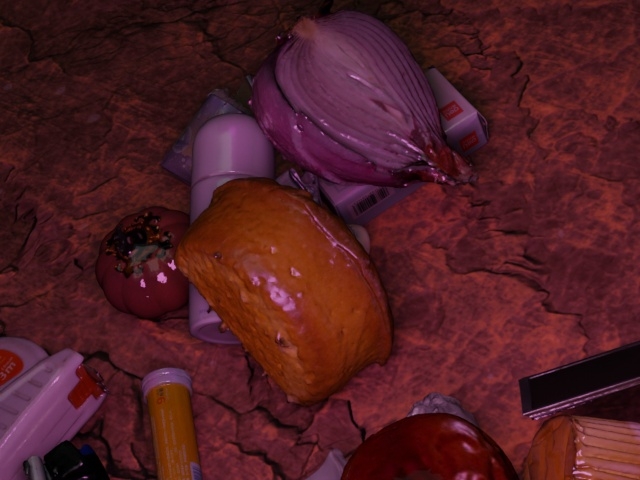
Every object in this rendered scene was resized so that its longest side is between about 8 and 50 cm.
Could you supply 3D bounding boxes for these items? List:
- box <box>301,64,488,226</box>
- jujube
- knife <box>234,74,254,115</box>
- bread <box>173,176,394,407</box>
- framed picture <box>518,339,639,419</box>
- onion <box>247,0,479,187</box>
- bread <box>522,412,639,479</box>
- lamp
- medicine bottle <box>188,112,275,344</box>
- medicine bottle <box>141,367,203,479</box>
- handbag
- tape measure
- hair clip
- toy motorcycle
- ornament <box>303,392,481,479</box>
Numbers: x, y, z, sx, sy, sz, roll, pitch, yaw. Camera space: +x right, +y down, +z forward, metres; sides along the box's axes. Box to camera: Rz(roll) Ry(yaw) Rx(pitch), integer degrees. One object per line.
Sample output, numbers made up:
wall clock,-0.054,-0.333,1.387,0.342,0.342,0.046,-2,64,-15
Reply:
box,0.111,-0.141,2.119,0.269,0.079,0.135,-33,50,-4
jujube,0.135,0.354,1.566,0.223,0.223,0.318,-21,58,7
knife,-0.097,-0.151,2.246,0.061,0.027,0.343,-33,44,18
bread,-0.042,0.051,1.866,0.194,0.179,0.340,-39,84,-24
framed picture,0.341,0.168,1.715,0.197,0.252,0.014,-19,91,8
onion,0.056,-0.160,2.012,0.348,0.159,0.267,47,54,8
bread,0.325,0.349,1.590,0.156,0.204,0.288,10,59,-8
lamp,-0.257,0.028,2.105,0.182,0.140,0.182,-9,54,13
medicine bottle,-0.128,-0.026,2.043,0.130,0.130,0.341,-8,69,17
medicine bottle,-0.202,0.284,1.931,0.074,0.074,0.218,-20,51,8
handbag,-0.173,-0.165,2.233,0.117,0.095,0.173,30,86,39
tape measure,-0.470,0.263,2.026,0.265,0.130,0.258,17,60,38
hair clip,0.000,0.001,2.030,0.071,0.159,0.218,-12,71,-35
toy motorcycle,-0.284,0.412,1.841,0.196,0.125,0.331,-33,52,-6
ornament,0.078,0.304,1.766,0.285,0.120,0.130,-33,54,-1
